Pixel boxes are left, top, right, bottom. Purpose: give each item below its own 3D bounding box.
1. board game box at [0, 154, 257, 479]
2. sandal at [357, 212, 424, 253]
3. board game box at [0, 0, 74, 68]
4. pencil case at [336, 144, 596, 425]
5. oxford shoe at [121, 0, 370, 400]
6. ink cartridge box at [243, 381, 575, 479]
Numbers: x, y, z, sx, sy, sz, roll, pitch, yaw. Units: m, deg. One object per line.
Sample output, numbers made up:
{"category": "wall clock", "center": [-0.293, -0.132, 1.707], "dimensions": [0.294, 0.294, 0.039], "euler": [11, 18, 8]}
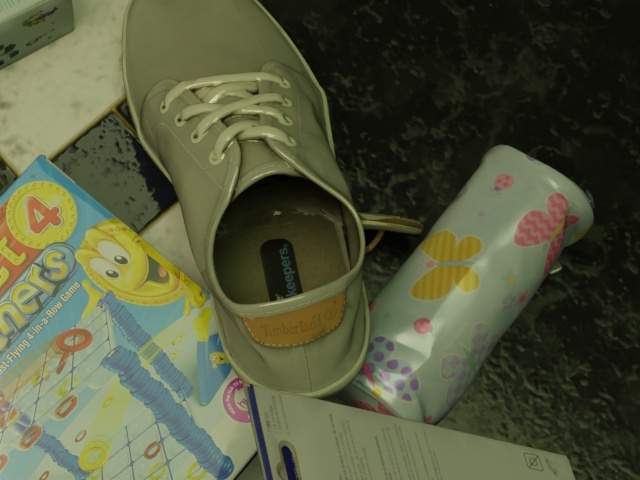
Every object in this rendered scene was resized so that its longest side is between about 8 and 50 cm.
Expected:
{"category": "board game box", "center": [-0.217, 0.141, 1.390], "dimensions": [0.302, 0.086, 0.308], "euler": [39, 76, 4]}
{"category": "sandal", "center": [0.000, 0.000, 1.457], "dimensions": [0.180, 0.072, 0.049], "euler": [-4, 92, -5]}
{"category": "board game box", "center": [-0.401, -0.221, 1.456], "dimensions": [0.303, 0.097, 0.224], "euler": [-30, 80, -13]}
{"category": "pencil case", "center": [0.119, 0.048, 1.431], "dimensions": [0.113, 0.124, 0.273], "euler": [31, 73, 29]}
{"category": "oxford shoe", "center": [-0.062, -0.078, 1.388], "dimensions": [0.169, 0.130, 0.449], "euler": [-15, 57, -6]}
{"category": "ink cartridge box", "center": [0.077, 0.220, 1.304], "dimensions": [0.332, 0.065, 0.165], "euler": [18, 41, -31]}
